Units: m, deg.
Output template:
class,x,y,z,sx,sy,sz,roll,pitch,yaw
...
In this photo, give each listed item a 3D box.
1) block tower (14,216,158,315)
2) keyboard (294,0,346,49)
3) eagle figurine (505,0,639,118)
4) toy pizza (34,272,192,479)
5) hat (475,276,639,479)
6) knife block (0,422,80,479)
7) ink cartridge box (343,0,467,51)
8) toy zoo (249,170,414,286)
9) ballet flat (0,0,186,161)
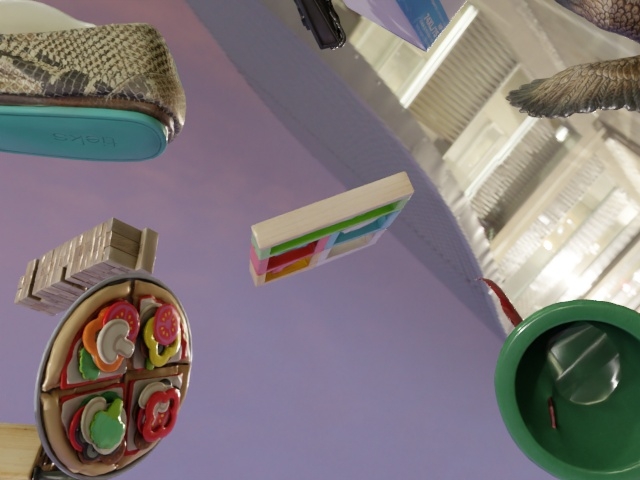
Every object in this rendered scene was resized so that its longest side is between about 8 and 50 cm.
class,x,y,z,sx,sy,sz,roll,pitch,yaw
block tower,-0.460,0.055,1.270,0.097,0.335,0.091,31,-131,-44
keyboard,-0.025,-0.331,0.797,0.201,0.033,0.317,50,-159,-45
eagle figurine,0.416,-0.242,0.841,0.298,0.225,0.226,20,-131,7
toy pizza,-0.185,0.132,0.637,0.032,0.201,0.201,6,178,29
hat,0.274,0.126,0.695,0.208,0.173,0.183,71,-162,1
knife block,-0.433,0.310,0.923,0.275,0.242,0.088,44,-155,-27
ink cartridge box,0.146,-0.477,0.984,0.198,0.270,0.197,42,-174,31
toy zoo,0.000,0.000,0.870,0.293,0.192,0.030,116,133,-74
ballet flat,-0.384,-0.160,0.656,0.483,0.164,0.182,-6,-111,-16
